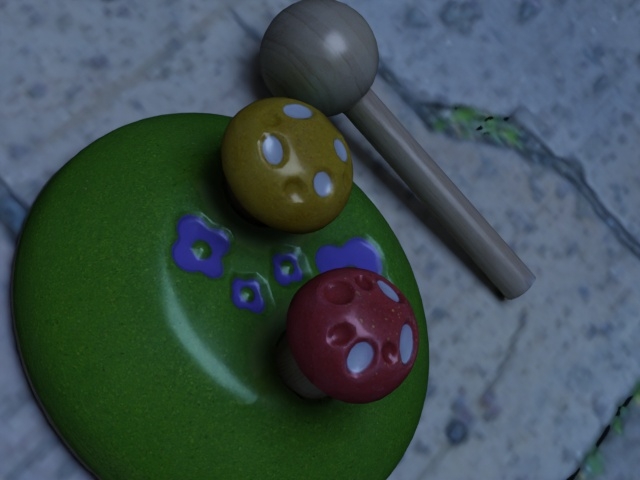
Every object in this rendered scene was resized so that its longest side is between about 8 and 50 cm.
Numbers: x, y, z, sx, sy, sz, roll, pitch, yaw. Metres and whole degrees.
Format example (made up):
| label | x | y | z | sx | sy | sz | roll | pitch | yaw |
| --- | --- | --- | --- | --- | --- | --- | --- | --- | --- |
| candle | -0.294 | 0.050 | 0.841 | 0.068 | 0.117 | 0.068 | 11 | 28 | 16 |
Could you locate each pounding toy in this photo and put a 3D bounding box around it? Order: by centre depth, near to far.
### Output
| label | x | y | z | sx | sy | sz | roll | pitch | yaw |
| --- | --- | --- | --- | --- | --- | --- | --- | --- | --- |
| pounding toy | 0.000 | 0.000 | 0.712 | 0.183 | 0.110 | 0.237 | 48 | 51 | -3 |
